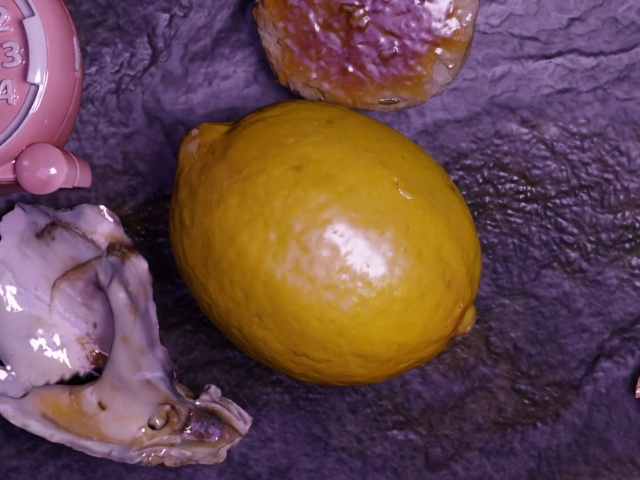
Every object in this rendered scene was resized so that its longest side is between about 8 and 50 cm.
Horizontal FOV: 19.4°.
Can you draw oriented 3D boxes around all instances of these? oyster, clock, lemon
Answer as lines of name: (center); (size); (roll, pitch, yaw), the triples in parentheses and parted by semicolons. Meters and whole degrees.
oyster: (-0.213, 0.090, 1.683); (0.275, 0.100, 0.271); (-14, 97, 21)
clock: (-0.318, -0.153, 1.637); (0.227, 0.142, 0.241); (-5, 90, 6)
lemon: (0.004, 0.003, 1.579); (0.236, 0.236, 0.263); (-43, 67, 11)

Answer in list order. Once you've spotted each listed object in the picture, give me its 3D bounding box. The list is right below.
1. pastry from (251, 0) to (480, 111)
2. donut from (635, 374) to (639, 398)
pastry: (0.039, -0.198, 1.605); (0.193, 0.093, 0.182); (17, 104, 2)
donut: (0.335, 0.139, 1.664); (0.097, 0.043, 0.108); (-26, 96, 10)
